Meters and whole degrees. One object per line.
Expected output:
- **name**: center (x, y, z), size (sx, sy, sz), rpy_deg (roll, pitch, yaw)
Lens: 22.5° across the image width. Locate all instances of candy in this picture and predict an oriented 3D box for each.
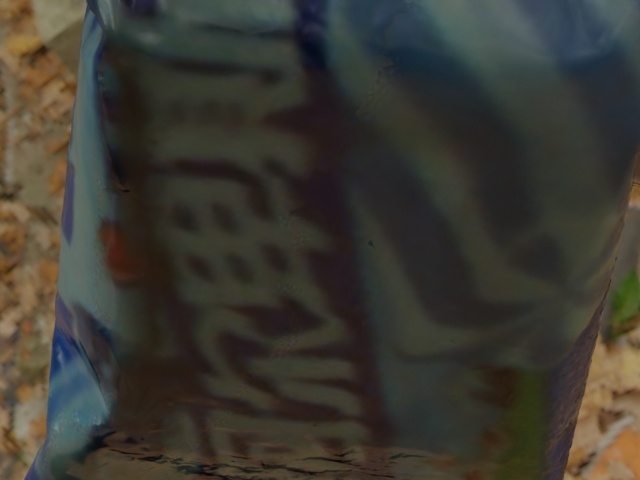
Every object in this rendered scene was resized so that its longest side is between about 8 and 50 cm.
- **candy**: center (0.000, 0.000, 0.430), size (0.187, 0.331, 0.077), rpy_deg (8, 43, -3)

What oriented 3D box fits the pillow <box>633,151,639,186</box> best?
- **pillow**: center (0.158, -0.082, 0.639), size (0.118, 0.185, 0.043), rpy_deg (18, 40, 12)
